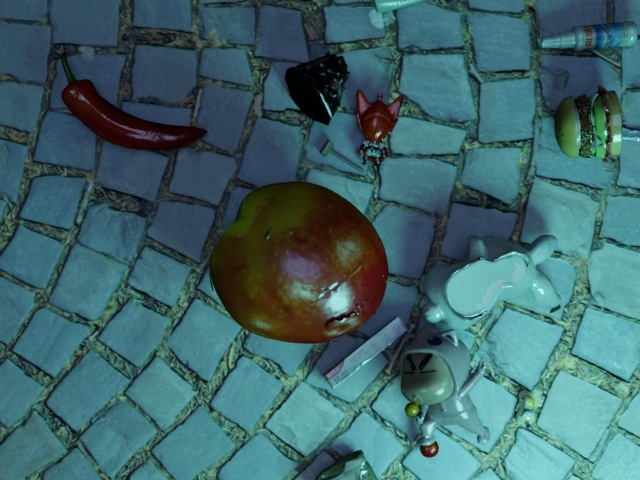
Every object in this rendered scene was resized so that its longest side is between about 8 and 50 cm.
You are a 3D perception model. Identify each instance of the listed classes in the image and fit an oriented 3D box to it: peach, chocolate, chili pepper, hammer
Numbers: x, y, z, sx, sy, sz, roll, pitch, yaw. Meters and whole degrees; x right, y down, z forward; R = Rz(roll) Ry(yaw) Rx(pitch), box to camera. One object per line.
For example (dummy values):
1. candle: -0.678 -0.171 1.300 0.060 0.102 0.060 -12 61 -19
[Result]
1. peach: -0.043 0.059 1.787 0.370 0.370 0.369 0 87 -1
2. chocolate: 0.012 -0.359 1.911 0.133 0.156 0.156 -43 89 -15
3. chili pepper: -0.451 -0.281 1.932 0.368 0.092 0.137 29 68 -6
4. hammer: 0.052 -0.188 1.959 0.110 0.019 0.035 32 87 -2

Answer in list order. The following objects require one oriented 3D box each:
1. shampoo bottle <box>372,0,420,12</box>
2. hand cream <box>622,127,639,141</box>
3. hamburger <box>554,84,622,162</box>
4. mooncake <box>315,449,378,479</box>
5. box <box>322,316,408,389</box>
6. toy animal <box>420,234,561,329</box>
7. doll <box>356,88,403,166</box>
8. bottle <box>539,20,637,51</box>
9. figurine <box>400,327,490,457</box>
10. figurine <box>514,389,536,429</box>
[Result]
1. shampoo bottle: 0.222 -0.584 1.965 0.213 0.049 0.072 -16 80 -1
2. hand cream: 0.735 -0.241 1.976 0.093 0.019 0.030 10 89 6
3. hamburger: 0.593 -0.253 1.905 0.137 0.175 0.175 -7 87 12
4. mooncake: 0.063 0.546 1.895 0.130 0.073 0.125 -26 85 -4
5. box: 0.101 0.252 1.920 0.218 0.055 0.039 -38 87 -3
6. toy animal: 0.383 0.090 1.886 0.325 0.154 0.208 -3 94 -6
7. doll: 0.126 -0.255 1.943 0.109 0.057 0.169 8 86 -2
8. bottle: 0.613 -0.465 1.963 0.217 0.060 0.060 -6 87 0
9. figurine: 0.266 0.334 1.865 0.176 0.186 0.287 -4 106 35
10. figurine: 0.468 0.381 1.922 0.047 0.050 0.083 -1 87 -6
